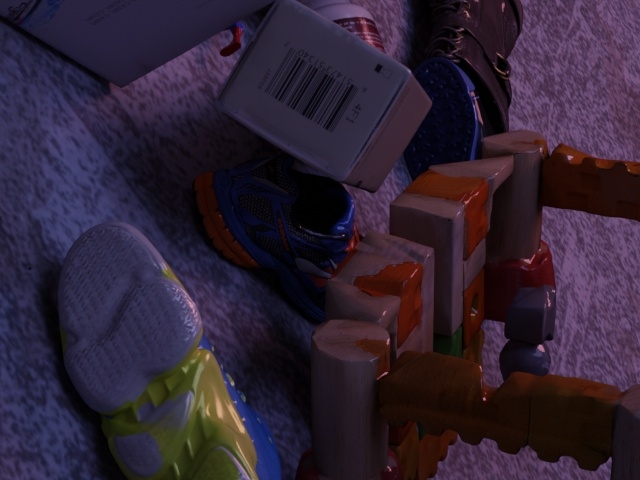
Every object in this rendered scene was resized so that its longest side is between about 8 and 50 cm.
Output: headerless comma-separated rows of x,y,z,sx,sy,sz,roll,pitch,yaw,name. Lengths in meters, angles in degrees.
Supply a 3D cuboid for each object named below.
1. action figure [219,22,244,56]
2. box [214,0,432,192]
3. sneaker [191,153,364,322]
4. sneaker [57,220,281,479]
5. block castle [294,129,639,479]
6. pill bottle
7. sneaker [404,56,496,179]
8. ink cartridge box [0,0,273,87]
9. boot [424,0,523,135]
-0.076,-0.192,1.576,0.038,0.030,0.115,56,22,-27,action figure
0.009,-0.102,1.437,0.113,0.094,0.275,32,3,7,box
0.000,0.000,1.476,0.221,0.087,0.083,29,43,-48,sneaker
-0.093,0.105,1.245,0.126,0.091,0.240,30,38,-76,sneaker
0.181,0.102,1.448,0.453,0.303,0.213,-47,142,-56,block castle
0.016,-0.144,1.633,0.086,0.086,0.152,8,61,-59,pill bottle
0.140,-0.054,1.793,0.090,0.081,0.232,10,65,-61,sneaker
-0.158,-0.273,1.309,0.270,0.197,0.198,31,41,-46,ink cartridge box
0.133,-0.231,1.917,0.263,0.091,0.229,53,28,-25,boot
